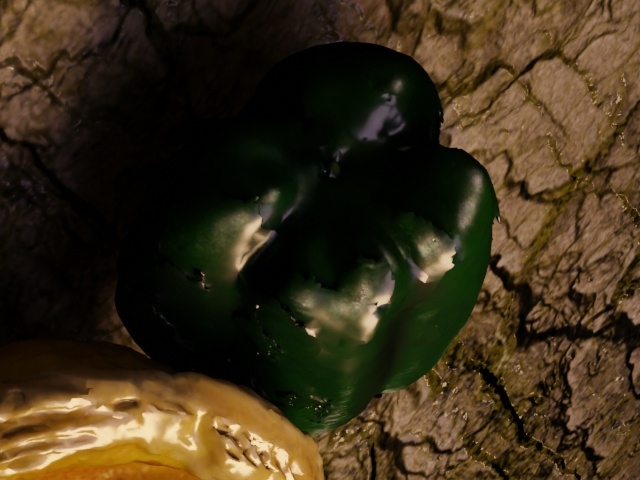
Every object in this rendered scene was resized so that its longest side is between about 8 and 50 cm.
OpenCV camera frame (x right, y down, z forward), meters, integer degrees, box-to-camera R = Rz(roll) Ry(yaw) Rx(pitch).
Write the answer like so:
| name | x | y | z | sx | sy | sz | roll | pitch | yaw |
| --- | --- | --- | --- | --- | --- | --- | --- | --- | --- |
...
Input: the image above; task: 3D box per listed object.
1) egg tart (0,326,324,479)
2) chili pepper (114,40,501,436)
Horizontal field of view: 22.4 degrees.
| name | x | y | z | sx | sy | sz | roll | pitch | yaw |
| --- | --- | --- | --- | --- | --- | --- | --- | --- | --- |
| egg tart | -0.183 | 0.190 | 1.076 | 0.388 | 0.169 | 0.388 | -9 | 137 | -9 |
| chili pepper | 0.000 | 0.000 | 1.100 | 0.248 | 0.233 | 0.256 | -48 | 176 | -23 |
